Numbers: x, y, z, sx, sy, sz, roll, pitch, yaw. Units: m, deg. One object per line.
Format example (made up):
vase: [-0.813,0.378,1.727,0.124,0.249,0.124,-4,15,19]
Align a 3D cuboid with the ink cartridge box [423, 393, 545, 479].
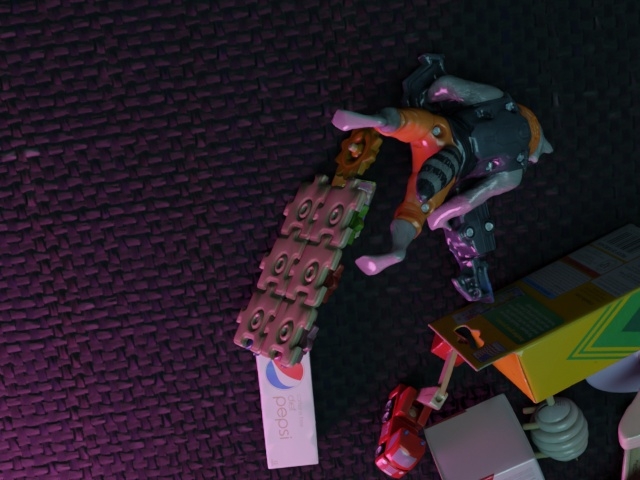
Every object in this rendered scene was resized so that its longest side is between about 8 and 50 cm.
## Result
ink cartridge box: [0.241,0.332,1.565,0.128,0.127,0.176,-24,128,2]

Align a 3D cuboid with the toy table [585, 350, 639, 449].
toy table: [0.508,0.179,1.523,0.274,0.161,0.252,-25,133,9]

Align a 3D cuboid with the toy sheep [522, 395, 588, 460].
toy sheep: [0.338,0.267,1.605,0.091,0.091,0.132,-24,125,2]

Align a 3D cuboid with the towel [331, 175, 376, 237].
towel: [0.037,-0.048,1.527,0.060,0.009,0.083,17,103,-10]

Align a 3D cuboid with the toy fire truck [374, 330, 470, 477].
toy fire truck: [0.142,0.221,1.546,0.047,0.192,0.135,33,129,-12]

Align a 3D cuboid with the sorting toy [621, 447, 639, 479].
sorting toy: [0.542,0.328,1.669,0.208,0.038,0.193,-2,106,-9]

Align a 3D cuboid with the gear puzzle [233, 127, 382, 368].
gear puzzle: [0.000,0.000,1.452,0.044,0.175,0.339,27,82,-30]

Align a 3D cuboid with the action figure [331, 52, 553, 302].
action figure: [0.179,-0.066,1.404,0.330,0.178,0.341,-27,102,-39]

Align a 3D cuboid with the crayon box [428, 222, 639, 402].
crayon box: [0.326,0.099,1.474,0.322,0.203,0.083,-25,106,-5]

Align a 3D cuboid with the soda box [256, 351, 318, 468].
soda box: [-0.048,0.203,1.560,0.073,0.069,0.216,-6,106,-4]
